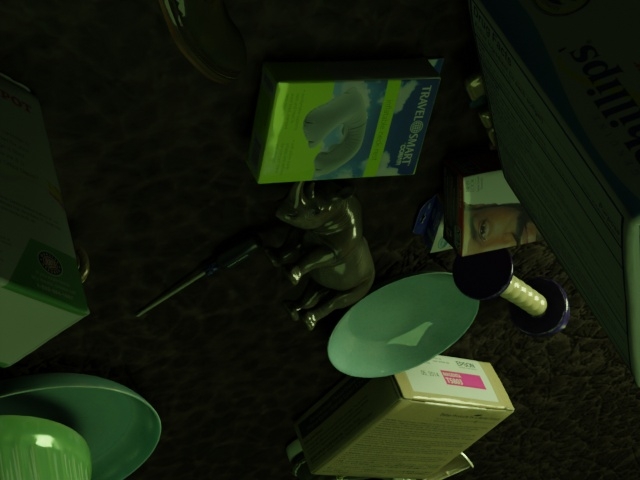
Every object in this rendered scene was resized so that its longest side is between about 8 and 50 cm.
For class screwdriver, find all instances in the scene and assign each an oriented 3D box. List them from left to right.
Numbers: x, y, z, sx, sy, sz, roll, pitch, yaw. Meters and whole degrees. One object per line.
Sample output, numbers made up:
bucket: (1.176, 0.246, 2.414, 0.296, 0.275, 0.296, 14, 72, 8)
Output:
screwdriver: (-0.130, 0.039, 1.169, 0.170, 0.024, 0.025, -31, 176, 17)

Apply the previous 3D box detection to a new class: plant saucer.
plant saucer: (-0.345, 0.238, 1.311, 0.317, 0.044, 0.317, -16, 148, -10)
plant saucer: (0.094, 0.091, 1.352, 0.195, 0.037, 0.195, -15, 142, -12)

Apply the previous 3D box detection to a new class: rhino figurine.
rhino figurine: (0.000, 0.000, 1.138, 0.106, 0.073, 0.243, -34, 148, -13)

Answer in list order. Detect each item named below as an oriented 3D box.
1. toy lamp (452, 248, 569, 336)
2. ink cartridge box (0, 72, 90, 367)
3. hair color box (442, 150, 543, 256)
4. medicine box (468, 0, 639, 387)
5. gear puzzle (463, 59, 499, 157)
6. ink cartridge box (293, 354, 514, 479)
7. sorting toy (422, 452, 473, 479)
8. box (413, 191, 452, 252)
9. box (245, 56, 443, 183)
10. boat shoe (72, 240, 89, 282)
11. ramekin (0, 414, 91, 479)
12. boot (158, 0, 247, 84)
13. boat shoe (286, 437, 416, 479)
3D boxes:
toy lamp: (0.238, 0.064, 1.355, 0.080, 0.080, 0.275, -33, 151, 16)
ink cartridge box: (-0.266, -0.034, 0.805, 0.093, 0.212, 0.154, -32, 147, 21)
hair color box: (0.213, -0.048, 1.184, 0.167, 0.053, 0.093, -11, 118, -15)
medicine box: (0.258, -0.067, 0.940, 0.149, 0.263, 0.289, -26, 146, 0)
gear puzzle: (0.290, -0.202, 1.055, 0.339, 0.044, 0.175, -30, 145, 7)
ink cartridge box: (0.114, 0.241, 1.544, 0.235, 0.088, 0.193, 14, 131, -41)
sorting toy: (0.189, 0.342, 1.783, 0.083, 0.045, 0.075, -25, 140, 5)
box: (0.171, -0.028, 1.243, 0.136, 0.028, 0.081, -14, 147, -17)
box: (0.029, -0.108, 1.012, 0.178, 0.042, 0.109, -5, 130, -23)
boat shoe: (-0.307, 0.030, 1.021, 0.190, 0.068, 0.072, 1, 154, -16)
ramekin: (-0.389, 0.333, 1.244, 0.303, 0.148, 0.303, -15, 147, -10)
boot: (-0.073, -0.198, 0.801, 0.106, 0.082, 0.219, -25, 146, 8)
boat shoe: (0.059, 0.358, 1.678, 0.109, 0.091, 0.305, -34, 145, 18)
